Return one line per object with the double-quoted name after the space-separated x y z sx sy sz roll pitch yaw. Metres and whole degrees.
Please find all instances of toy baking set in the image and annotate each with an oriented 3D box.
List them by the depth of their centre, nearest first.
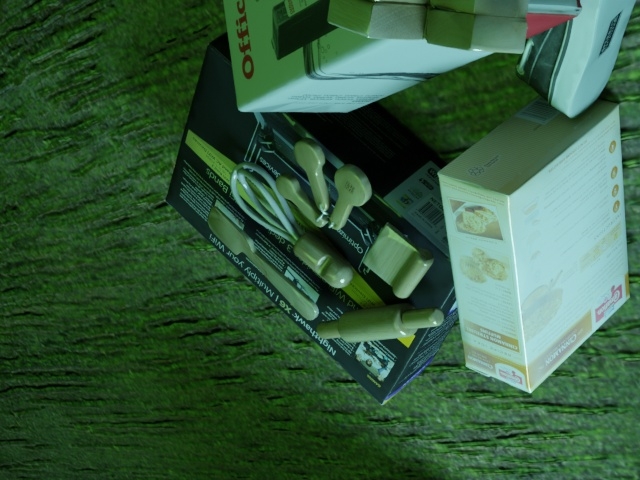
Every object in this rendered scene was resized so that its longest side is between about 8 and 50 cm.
0.004 0.006 1.289 0.256 0.030 0.196 -18 103 54 "toy baking set"

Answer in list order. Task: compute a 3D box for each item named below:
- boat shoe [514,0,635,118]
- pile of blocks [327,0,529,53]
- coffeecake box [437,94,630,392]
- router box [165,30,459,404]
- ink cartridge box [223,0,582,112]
0.179 -0.177 1.012 0.070 0.078 0.219 37 145 20 "boat shoe"
0.014 -0.263 0.878 0.149 0.113 0.362 -54 51 42 "pile of blocks"
0.169 -0.001 1.128 0.068 0.142 0.185 21 135 39 "coffeecake box"
0.005 -0.026 1.354 0.309 0.081 0.243 43 145 13 "router box"
0.040 -0.216 1.043 0.273 0.114 0.197 -18 78 55 "ink cartridge box"
